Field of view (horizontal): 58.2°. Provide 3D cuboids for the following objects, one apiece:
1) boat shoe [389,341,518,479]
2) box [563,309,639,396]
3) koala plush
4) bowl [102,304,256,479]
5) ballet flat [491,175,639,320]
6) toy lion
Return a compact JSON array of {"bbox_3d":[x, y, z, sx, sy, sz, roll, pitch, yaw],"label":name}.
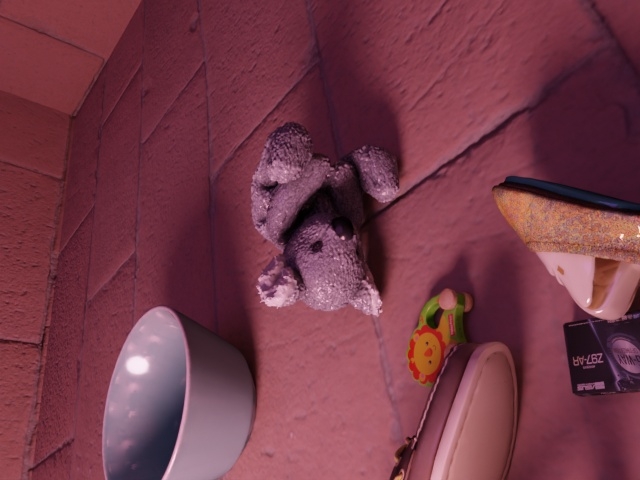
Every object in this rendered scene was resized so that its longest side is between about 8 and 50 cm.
[{"bbox_3d":[0.111,0.250,0.561,0.097,0.117,0.324,10,90,51],"label":"boat shoe"},{"bbox_3d":[0.260,0.099,0.504,0.083,0.018,0.067,-23,58,47],"label":"box"},{"bbox_3d":[0.000,0.000,0.763,0.203,0.196,0.221,-52,40,44],"label":"koala plush"},{"bbox_3d":[-0.219,0.272,0.944,0.312,0.163,0.311,-25,58,46],"label":"bowl"},{"bbox_3d":[0.268,0.021,0.447,0.349,0.123,0.123,17,90,52],"label":"ballet flat"},{"bbox_3d":[0.133,0.114,0.659,0.096,0.034,0.100,-33,51,51],"label":"toy lion"}]
